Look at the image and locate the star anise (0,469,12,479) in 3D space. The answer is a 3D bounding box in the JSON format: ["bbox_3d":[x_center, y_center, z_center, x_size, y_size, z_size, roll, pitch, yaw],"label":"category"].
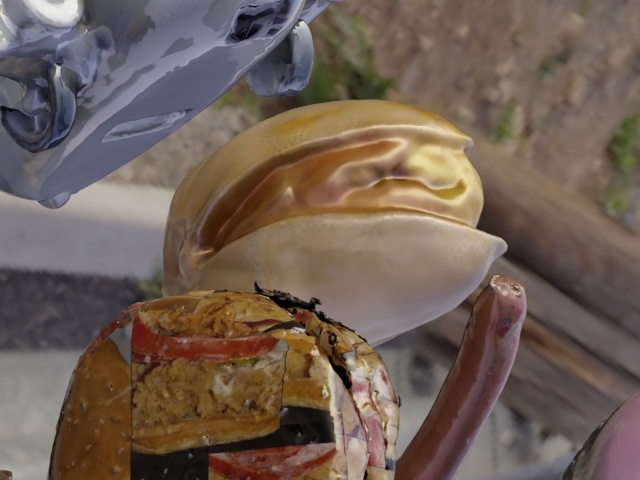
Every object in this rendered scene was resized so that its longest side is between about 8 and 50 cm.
[{"bbox_3d":[-0.298,0.252,1.545,0.141,0.141,0.042,-43,174,-25],"label":"star anise"}]

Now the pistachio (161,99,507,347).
[{"bbox_3d":[0.000,0.000,1.583,0.308,0.230,0.230,-18,161,8],"label":"pistachio"}]

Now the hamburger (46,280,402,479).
[{"bbox_3d":[-0.063,0.129,1.119,0.231,0.231,0.107,-54,156,2],"label":"hamburger"}]

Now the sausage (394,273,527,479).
[{"bbox_3d":[0.089,0.103,1.168,0.047,0.040,0.177,18,109,-21],"label":"sausage"}]

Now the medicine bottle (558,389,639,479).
[{"bbox_3d":[0.187,0.141,0.610,0.241,0.241,0.302,-23,149,-54],"label":"medicine bottle"}]

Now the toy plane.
[{"bbox_3d":[-0.104,-0.097,0.841,0.266,0.123,0.267,-22,175,-2],"label":"toy plane"}]
